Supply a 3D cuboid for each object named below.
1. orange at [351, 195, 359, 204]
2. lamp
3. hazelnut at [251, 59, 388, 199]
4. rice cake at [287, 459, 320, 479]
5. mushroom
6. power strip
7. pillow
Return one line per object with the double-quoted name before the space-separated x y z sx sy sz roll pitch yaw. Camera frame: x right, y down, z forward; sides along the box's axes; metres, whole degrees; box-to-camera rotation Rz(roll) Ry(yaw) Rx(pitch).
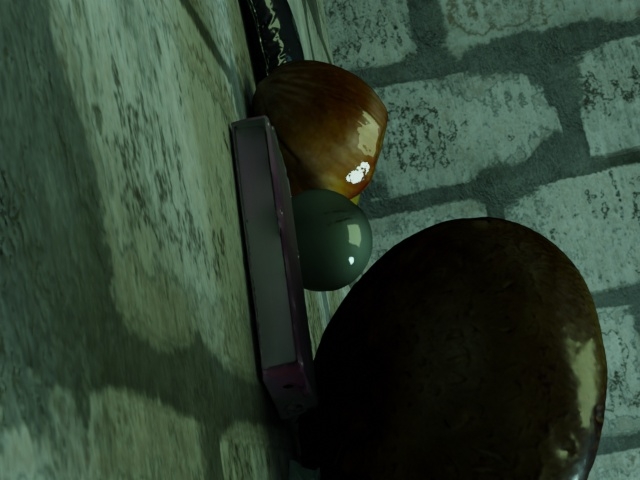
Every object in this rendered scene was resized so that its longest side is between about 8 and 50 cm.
"orange" 0.008 -0.067 1.715 0.085 0.085 0.095 72 15 -55
"lamp" 0.000 0.000 1.352 0.105 0.105 0.105 -11 90 -85
"hazelnut" -0.003 -0.119 1.423 0.150 0.150 0.150 -11 90 -85
"rice cake" -0.016 0.223 1.062 0.180 0.030 0.042 -88 179 -72
"mushroom" 0.105 0.155 1.177 0.345 0.239 0.345 174 -90 -73
"power strip" -0.041 0.021 1.202 0.109 0.037 0.279 72 8 -60
"pillow" -0.050 -0.213 1.560 0.141 0.055 0.208 -31 109 -76
